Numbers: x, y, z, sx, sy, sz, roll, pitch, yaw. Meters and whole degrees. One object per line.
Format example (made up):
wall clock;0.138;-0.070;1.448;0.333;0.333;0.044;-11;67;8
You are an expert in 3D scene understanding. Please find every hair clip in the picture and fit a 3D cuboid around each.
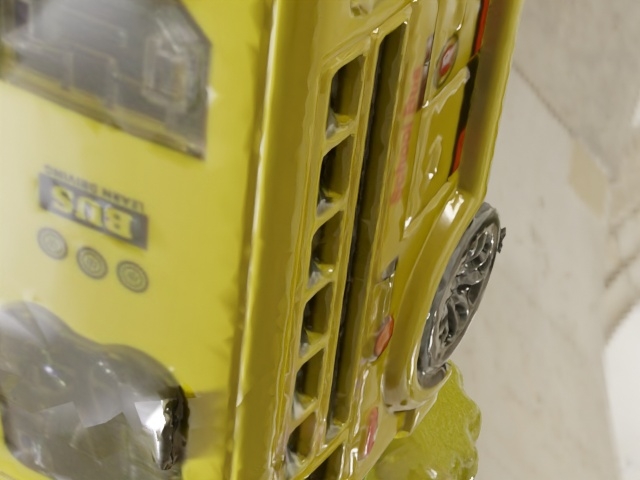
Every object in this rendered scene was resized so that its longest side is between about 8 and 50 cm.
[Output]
hair clip;0.037;0.116;0.882;0.072;0.173;0.046;37;-47;-14

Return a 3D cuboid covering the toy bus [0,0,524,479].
toy bus;-0.024;-0.069;0.497;0.144;0.152;0.330;23;-49;19
